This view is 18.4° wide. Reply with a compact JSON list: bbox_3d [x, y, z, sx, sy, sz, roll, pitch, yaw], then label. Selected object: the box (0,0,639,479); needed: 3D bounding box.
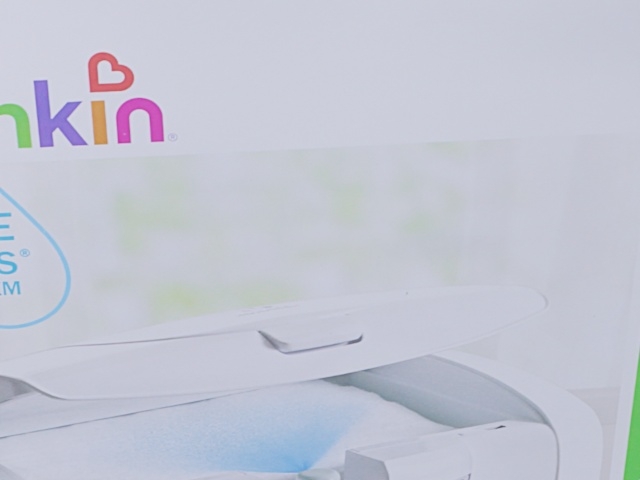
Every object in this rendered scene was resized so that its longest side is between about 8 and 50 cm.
[{"bbox_3d":[0.000,0.000,0.495,0.261,0.127,0.231,-2,127,-4],"label":"box"}]
